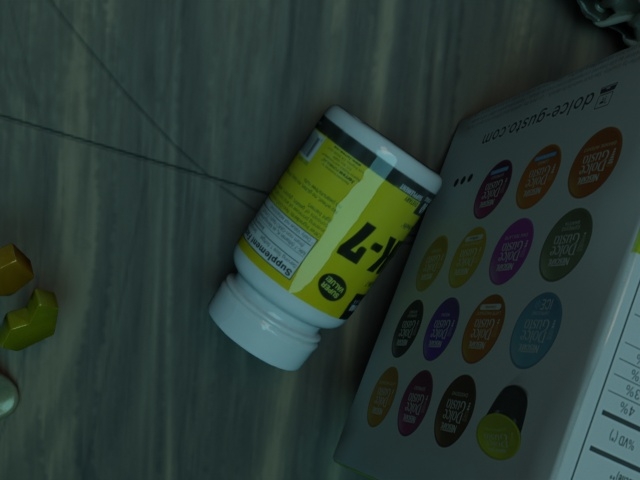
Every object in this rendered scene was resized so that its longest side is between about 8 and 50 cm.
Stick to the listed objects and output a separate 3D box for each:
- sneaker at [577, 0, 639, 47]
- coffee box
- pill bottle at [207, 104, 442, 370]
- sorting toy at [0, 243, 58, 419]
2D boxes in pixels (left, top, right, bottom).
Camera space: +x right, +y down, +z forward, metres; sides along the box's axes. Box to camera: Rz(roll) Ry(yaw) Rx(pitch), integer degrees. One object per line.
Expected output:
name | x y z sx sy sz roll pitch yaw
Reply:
sneaker | 0.304 -0.164 0.783 0.447 0.169 0.258 10 102 -13
coffee box | 0.262 0.095 0.710 0.338 0.337 0.334 25 78 -14
pill bottle | 0.000 0.000 0.810 0.119 0.119 0.208 32 99 -15
sorting toy | -0.355 0.107 0.781 0.307 0.041 0.229 -27 146 -1
